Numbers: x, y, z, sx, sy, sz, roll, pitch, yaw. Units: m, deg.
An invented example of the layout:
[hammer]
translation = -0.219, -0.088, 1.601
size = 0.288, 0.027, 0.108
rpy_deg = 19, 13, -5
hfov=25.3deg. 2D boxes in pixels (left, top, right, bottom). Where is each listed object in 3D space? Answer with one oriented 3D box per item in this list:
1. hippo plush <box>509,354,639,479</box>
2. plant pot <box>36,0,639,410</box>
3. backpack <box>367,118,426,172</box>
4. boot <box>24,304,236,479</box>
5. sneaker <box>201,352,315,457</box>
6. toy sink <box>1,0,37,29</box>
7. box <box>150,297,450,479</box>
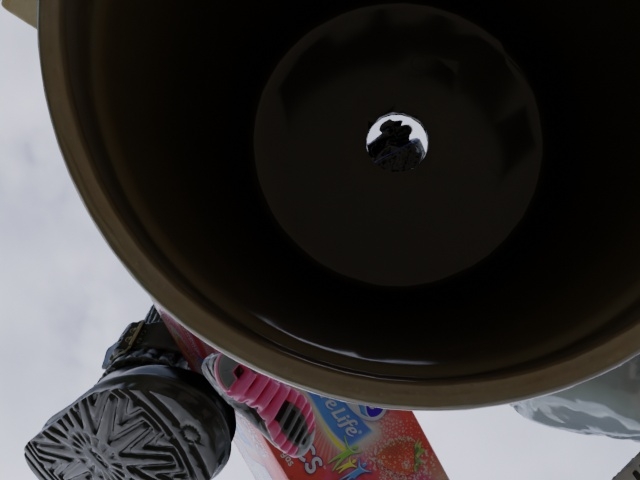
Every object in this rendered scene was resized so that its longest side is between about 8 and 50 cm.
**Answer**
[hippo plush]
translation = 0.230, 0.008, 0.851
size = 0.234, 0.294, 0.236
rpy_deg = 11, -76, 23
[plant pot]
translation = 0.045, -0.072, 0.712
size = 0.323, 0.280, 0.323
rpy_deg = 0, -99, 1
[backpack]
translation = 0.000, 0.000, 1.075
size = 0.173, 0.158, 0.116
rpy_deg = -29, -85, -19
[boot]
translation = -0.141, 0.134, 1.445
size = 0.260, 0.348, 0.131
rpy_deg = -45, -75, -35
[sneaker]
translation = -0.052, 0.131, 1.165
size = 0.057, 0.119, 0.047
rpy_deg = -7, -141, 55
[toy sink]
translation = -0.169, -0.259, 1.242
size = 0.131, 0.234, 0.152
rpy_deg = 32, -70, -9
[box]
translation = -0.019, 0.148, 1.386
size = 0.142, 0.154, 0.300
rpy_deg = -33, -77, -17
